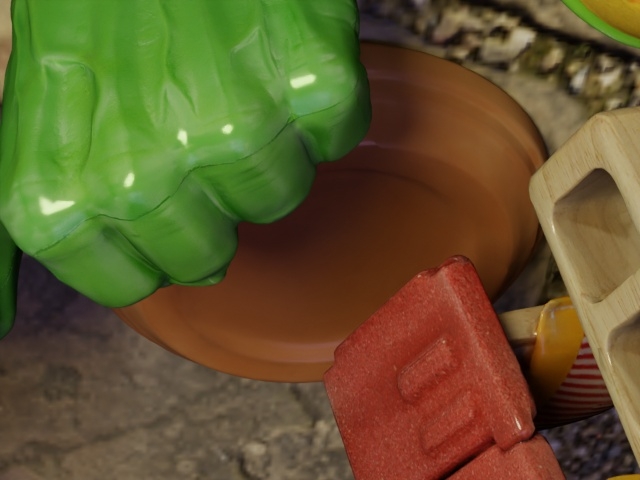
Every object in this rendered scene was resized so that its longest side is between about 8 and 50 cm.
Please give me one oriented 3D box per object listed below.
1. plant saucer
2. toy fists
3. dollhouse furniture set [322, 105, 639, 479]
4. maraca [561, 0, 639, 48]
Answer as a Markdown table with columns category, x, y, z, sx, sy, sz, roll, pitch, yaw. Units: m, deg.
| category | x | y | z | sx | sy | sz | roll | pitch | yaw |
| --- | --- | --- | --- | --- | --- | --- | --- | --- | --- |
| plant saucer | 0.000 | 0.000 | 0.821 | 0.200 | 0.037 | 0.200 | -5 | 140 | -4 |
| toy fists | -0.112 | -0.027 | 0.684 | 0.279 | 0.142 | 0.096 | -20 | 139 | 14 |
| dollhouse furniture set | 0.178 | 0.027 | 0.705 | 0.201 | 0.152 | 0.374 | -9 | 158 | -32 |
| maraca | 0.113 | -0.138 | 0.630 | 0.127 | 0.099 | 0.186 | -39 | 126 | 0 |
